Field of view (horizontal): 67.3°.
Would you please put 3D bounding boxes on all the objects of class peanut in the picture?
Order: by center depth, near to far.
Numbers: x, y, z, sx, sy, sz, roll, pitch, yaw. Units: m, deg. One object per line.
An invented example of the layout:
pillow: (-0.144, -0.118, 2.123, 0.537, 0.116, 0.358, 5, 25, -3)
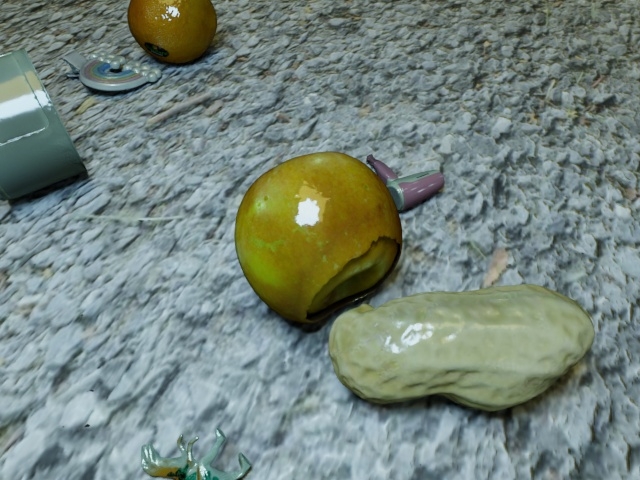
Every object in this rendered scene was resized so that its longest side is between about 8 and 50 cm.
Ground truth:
peanut: (0.167, 0.130, 0.590, 0.313, 0.152, 0.152, -3, 49, -1)

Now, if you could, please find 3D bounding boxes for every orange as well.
orange: (-0.352, -0.519, 1.138, 0.206, 0.206, 0.206, -1, 49, 1)

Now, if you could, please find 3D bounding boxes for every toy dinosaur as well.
toy dinosaur: (-0.126, 0.282, 0.536, 0.106, 0.044, 0.187, -39, 70, -12)

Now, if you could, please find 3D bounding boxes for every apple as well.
apple: (0.000, 0.000, 0.664, 0.237, 0.237, 0.207, -16, 70, -12)

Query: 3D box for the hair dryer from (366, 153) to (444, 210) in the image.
hair dryer: (0.135, -0.120, 0.870, 0.106, 0.054, 0.154, -27, 49, -25)

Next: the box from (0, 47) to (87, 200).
box: (-0.531, -0.197, 0.835, 0.149, 0.226, 0.226, -28, 54, -21)

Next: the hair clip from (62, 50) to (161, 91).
hair clip: (-0.499, -0.387, 1.122, 0.220, 0.054, 0.140, 20, 46, 14)
